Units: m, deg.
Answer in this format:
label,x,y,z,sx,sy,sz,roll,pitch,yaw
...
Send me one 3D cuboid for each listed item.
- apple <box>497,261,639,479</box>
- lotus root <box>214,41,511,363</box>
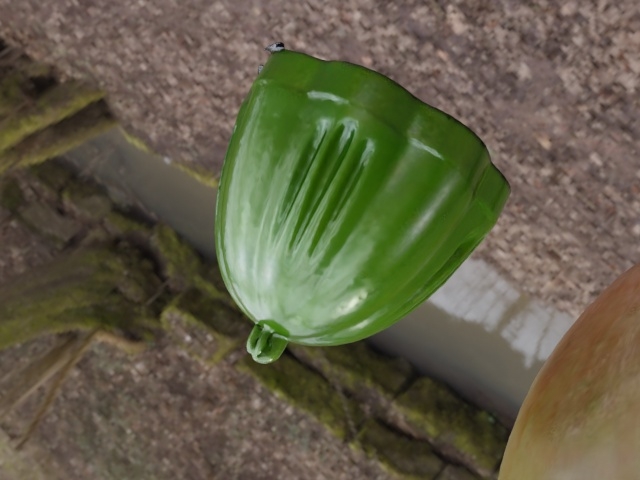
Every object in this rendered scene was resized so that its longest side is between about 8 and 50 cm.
label,x,y,z,sx,sy,sz,roll,pitch,yaw
apple,0.233,0.154,0.408,0.339,0.305,0.338,11,144,8
lotus root,0.000,0.000,0.640,0.186,0.186,0.186,37,153,22
